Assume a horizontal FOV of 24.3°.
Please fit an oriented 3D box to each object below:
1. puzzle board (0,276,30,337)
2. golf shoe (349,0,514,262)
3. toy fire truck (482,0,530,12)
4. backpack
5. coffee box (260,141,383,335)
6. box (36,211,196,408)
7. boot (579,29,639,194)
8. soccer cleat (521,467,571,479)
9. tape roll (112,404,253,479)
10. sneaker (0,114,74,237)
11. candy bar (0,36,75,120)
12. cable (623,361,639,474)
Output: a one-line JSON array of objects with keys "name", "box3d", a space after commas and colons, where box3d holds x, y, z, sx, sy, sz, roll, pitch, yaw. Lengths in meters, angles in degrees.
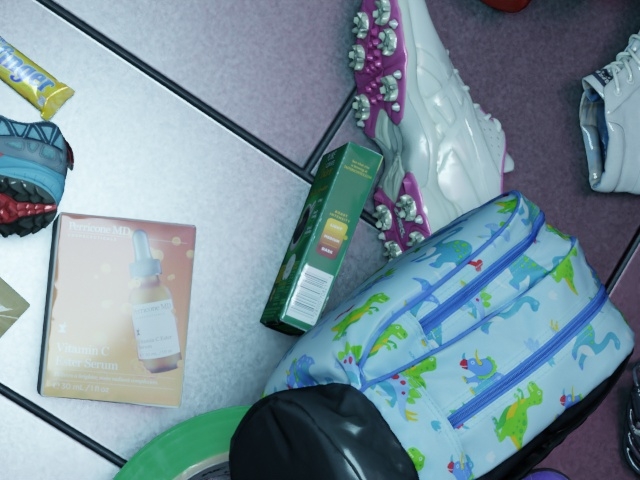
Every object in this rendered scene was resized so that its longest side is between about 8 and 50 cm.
[{"name": "puzzle board", "box3d": [-0.352, 0.053, 1.393, 0.128, 0.011, 0.096, 43, 80, -7]}, {"name": "golf shoe", "box3d": [0.114, -0.115, 1.470, 0.140, 0.115, 0.306, -11, 96, -24]}, {"name": "toy fire truck", "box3d": [0.224, -0.340, 1.405, 0.169, 0.254, 0.302, -49, 123, -11]}, {"name": "backpack", "box3d": [0.104, 0.119, 1.281, 0.356, 0.290, 0.273, -18, 78, -24]}, {"name": "coffee box", "box3d": [0.000, 0.000, 1.425, 0.040, 0.113, 0.184, 22, 81, -10]}, {"name": "box", "box3d": [-0.191, 0.065, 1.388, 0.130, 0.091, 0.170, 5, 86, -13]}, {"name": "boot", "box3d": [0.330, -0.172, 1.514, 0.123, 0.095, 0.258, -2, 94, -12]}, {"name": "soccer cleat", "box3d": [0.160, 0.361, 1.438, 0.109, 0.116, 0.318, 41, 79, -8]}, {"name": "tape roll", "box3d": [-0.061, 0.316, 1.367, 0.321, 0.077, 0.321, 3, 69, -9]}, {"name": "sneaker", "box3d": [-0.355, -0.085, 1.371, 0.262, 0.104, 0.125, 15, 48, 0]}, {"name": "candy bar", "box3d": [-0.309, -0.178, 1.412, 0.161, 0.018, 0.040, 39, 79, -9]}, {"name": "cable", "box3d": [0.405, 0.190, 1.540, 0.185, 0.047, 0.150, -2, 86, -14]}]
